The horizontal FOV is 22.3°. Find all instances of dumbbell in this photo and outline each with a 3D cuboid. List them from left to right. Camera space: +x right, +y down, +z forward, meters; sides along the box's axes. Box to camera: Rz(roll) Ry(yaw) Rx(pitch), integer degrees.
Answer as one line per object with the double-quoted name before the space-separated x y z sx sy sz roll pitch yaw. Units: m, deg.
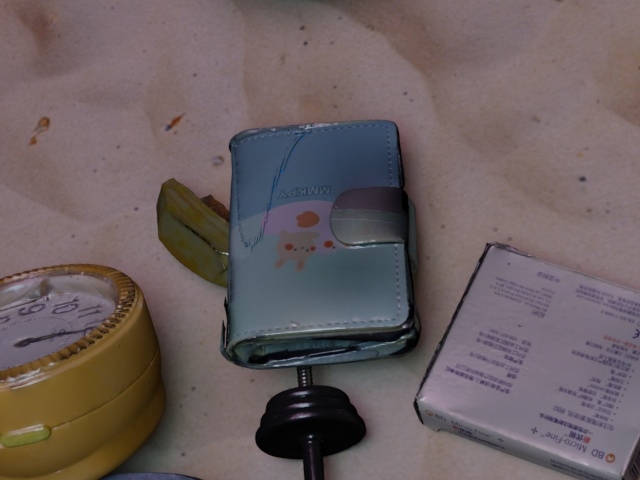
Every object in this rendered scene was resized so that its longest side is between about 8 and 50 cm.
"dumbbell" -0.005 0.202 1.393 0.099 0.099 0.208 -13 61 14

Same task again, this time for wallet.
"wallet" 0.000 0.000 1.472 0.176 0.075 0.250 -4 50 4

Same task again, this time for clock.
"clock" -0.294 0.141 1.460 0.317 0.200 0.244 -16 27 3

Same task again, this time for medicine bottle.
"medicine bottle" 0.201 0.106 1.393 0.201 0.052 0.171 17 71 26

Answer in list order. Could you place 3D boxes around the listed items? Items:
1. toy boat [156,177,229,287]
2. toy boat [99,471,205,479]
"toy boat" -0.097 0.000 1.556 0.066 0.065 0.172 -27 53 -38
"toy boat" -0.198 0.278 1.440 0.283 0.078 0.127 -22 55 10
